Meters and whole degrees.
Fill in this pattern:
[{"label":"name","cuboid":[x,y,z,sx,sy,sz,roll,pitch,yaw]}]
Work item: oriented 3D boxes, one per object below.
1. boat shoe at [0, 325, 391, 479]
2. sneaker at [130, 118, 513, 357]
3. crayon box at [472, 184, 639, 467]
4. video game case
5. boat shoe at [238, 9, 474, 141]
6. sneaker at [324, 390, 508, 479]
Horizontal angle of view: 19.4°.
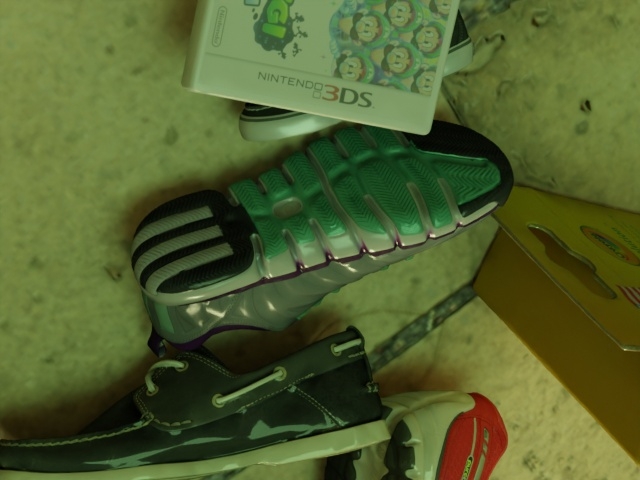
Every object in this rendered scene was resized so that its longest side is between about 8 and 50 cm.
[{"label":"boat shoe","cuboid":[-0.078,0.102,1.085,0.233,0.084,0.079,-9,85,-15]},{"label":"sneaker","cuboid":[0.000,0.000,1.063,0.223,0.083,0.098,-15,146,-13]},{"label":"crayon box","cuboid":[0.235,0.063,1.131,0.318,0.202,0.081,13,113,-32]},{"label":"video game case","cuboid":[0.010,-0.143,0.968,0.143,0.019,0.157,9,98,-27]},{"label":"boat shoe","cuboid":[0.017,-0.094,1.021,0.142,0.049,0.040,-23,110,-16]},{"label":"sneaker","cuboid":[0.061,0.219,1.204,0.118,0.107,0.279,-8,125,-34]}]
